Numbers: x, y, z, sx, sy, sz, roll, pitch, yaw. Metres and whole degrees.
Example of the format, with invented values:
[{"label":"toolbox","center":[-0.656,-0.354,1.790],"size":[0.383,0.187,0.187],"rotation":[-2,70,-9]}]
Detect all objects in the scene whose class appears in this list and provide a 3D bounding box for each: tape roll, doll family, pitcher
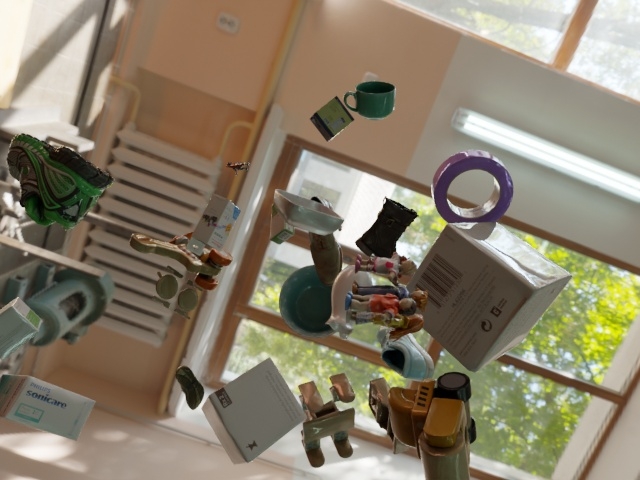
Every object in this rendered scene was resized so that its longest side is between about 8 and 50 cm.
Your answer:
[{"label":"tape roll","center":[0.543,-0.181,1.790],"size":[0.090,0.274,0.275],"rotation":[-79,-170,-63]},{"label":"doll family","center":[0.145,0.126,1.051],"size":[0.263,0.163,0.119],"rotation":[-67,160,-63]},{"label":"pitcher","center":[0.091,0.199,1.565],"size":[0.178,0.125,0.207],"rotation":[76,31,-61]}]

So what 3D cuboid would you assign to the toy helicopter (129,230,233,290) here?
[{"label":"toy helicopter","center":[-0.498,0.033,1.738],"size":[0.140,0.354,0.235],"rotation":[-57,-136,13]}]

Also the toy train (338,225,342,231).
[{"label":"toy train","center":[0.047,-0.121,2.344],"size":[0.046,0.166,0.125],"rotation":[-43,-154,-13]}]

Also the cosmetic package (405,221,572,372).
[{"label":"cosmetic package","center":[0.531,0.159,1.608],"size":[0.393,0.327,0.330],"rotation":[-5,129,-50]}]

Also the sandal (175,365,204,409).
[{"label":"sandal","center":[-0.443,0.488,1.667],"size":[0.072,0.049,0.180],"rotation":[-39,124,-36]}]

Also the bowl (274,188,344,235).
[{"label":"bowl","center":[-0.032,-0.058,1.088],"size":[0.142,0.142,0.053],"rotation":[42,-66,60]}]

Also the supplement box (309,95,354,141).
[{"label":"supplement box","center":[0.031,-0.331,1.356],"size":[0.083,0.083,0.056],"rotation":[-41,-171,-12]}]

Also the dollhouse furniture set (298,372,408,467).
[{"label":"dollhouse furniture set","center":[0.128,0.746,1.999],"size":[0.256,0.393,0.363],"rotation":[-124,-152,-53]}]

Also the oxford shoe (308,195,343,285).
[{"label":"oxford shoe","center":[0.000,0.000,1.881],"size":[0.130,0.122,0.349],"rotation":[27,50,-71]}]

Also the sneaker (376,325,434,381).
[{"label":"sneaker","center":[0.290,0.420,1.944],"size":[0.366,0.150,0.135],"rotation":[31,-74,64]}]

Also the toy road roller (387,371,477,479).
[{"label":"toy road roller","center":[0.295,0.524,1.381],"size":[0.329,0.240,0.203],"rotation":[-45,126,-60]}]

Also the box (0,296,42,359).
[{"label":"box","center":[-0.731,0.205,1.171],"size":[0.102,0.087,0.101],"rotation":[-42,-159,-14]}]

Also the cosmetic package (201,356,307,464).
[{"label":"cosmetic package","center":[-0.148,0.368,1.066],"size":[0.151,0.151,0.184],"rotation":[-29,168,-28]}]

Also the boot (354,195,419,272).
[{"label":"boot","center":[0.276,-0.014,1.799],"size":[0.229,0.262,0.091],"rotation":[-51,-158,18]}]

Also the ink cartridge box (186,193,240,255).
[{"label":"ink cartridge box","center":[-0.319,-0.035,1.490],"size":[0.182,0.061,0.104],"rotation":[-64,163,-8]}]

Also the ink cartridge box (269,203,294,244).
[{"label":"ink cartridge box","center":[-0.172,-0.097,2.276],"size":[0.109,0.062,0.209],"rotation":[-34,-138,36]}]

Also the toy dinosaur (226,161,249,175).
[{"label":"toy dinosaur","center":[-0.285,-0.259,1.695],"size":[0.090,0.082,0.047],"rotation":[85,14,-69]}]

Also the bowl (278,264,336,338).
[{"label":"bowl","center":[-0.019,0.272,2.137],"size":[0.163,0.311,0.312],"rotation":[91,17,-73]}]

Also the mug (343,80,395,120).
[{"label":"mug","center":[0.164,-0.451,1.616],"size":[0.129,0.157,0.098],"rotation":[-56,151,-49]}]

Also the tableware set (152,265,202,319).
[{"label":"tableware set","center":[-0.512,0.188,1.761],"size":[0.194,0.039,0.128],"rotation":[47,54,-45]}]

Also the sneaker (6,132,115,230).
[{"label":"sneaker","center":[-0.556,-0.117,0.991],"size":[0.343,0.134,0.146],"rotation":[18,-108,43]}]

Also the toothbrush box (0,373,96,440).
[{"label":"toothbrush box","center":[-0.865,0.507,1.523],"size":[0.295,0.216,0.126],"rotation":[-14,-132,43]}]
